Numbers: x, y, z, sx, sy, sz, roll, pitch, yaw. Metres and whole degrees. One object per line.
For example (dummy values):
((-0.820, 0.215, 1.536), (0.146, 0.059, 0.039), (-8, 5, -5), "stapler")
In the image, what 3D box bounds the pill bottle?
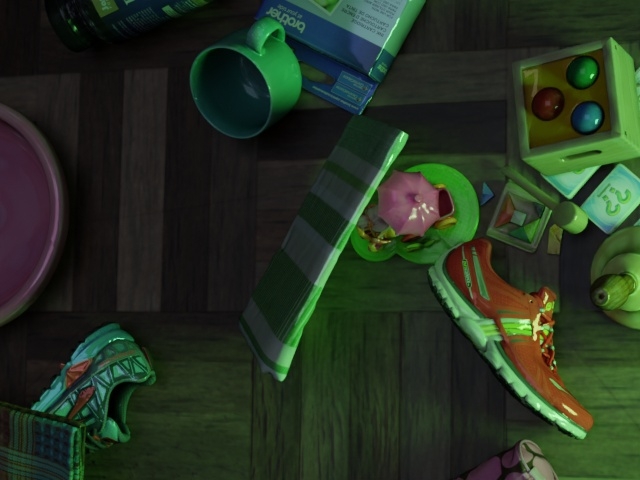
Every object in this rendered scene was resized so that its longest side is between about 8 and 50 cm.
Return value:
((-0.252, -0.336, 1.925), (0.219, 0.123, 0.122), (-23, 77, 16), "pill bottle")

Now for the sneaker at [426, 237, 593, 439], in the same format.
((0.245, 0.112, 1.725), (0.118, 0.107, 0.279), (-38, 76, 1), "sneaker")

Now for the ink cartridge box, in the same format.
((0.044, -0.337, 1.862), (0.186, 0.065, 0.311), (29, 95, 19), "ink cartridge box")

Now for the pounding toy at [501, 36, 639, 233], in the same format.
((0.284, -0.116, 1.719), (0.181, 0.094, 0.206), (-12, 72, 28), "pounding toy")

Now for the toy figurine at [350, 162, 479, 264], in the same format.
((0.094, -0.034, 1.758), (0.173, 0.159, 0.130), (-20, 78, 16), "toy figurine")

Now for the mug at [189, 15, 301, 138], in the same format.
((-0.080, -0.212, 1.848), (0.158, 0.097, 0.129), (-19, 104, 42), "mug")

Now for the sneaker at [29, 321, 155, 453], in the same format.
((-0.316, 0.240, 1.894), (0.125, 0.104, 0.262), (37, 96, 16), "sneaker")

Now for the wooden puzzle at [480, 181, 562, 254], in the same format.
((0.248, -0.028, 1.783), (0.116, 0.014, 0.078), (16, 89, 20), "wooden puzzle")

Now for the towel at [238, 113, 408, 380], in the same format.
((0.000, 0.000, 1.759), (0.038, 0.248, 0.325), (28, 94, -13), "towel")

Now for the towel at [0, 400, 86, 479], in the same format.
((-0.433, 0.383, 1.887), (0.271, 0.040, 0.370), (11, 108, 19), "towel")

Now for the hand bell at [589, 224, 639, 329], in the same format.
((0.337, 0.050, 1.615), (0.126, 0.242, 0.126), (1, 93, 24), "hand bell")

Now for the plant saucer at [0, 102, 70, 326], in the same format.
((-0.487, -0.030, 1.991), (0.332, 0.084, 0.332), (-2, 82, 18), "plant saucer")

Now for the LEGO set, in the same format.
((0.405, -0.112, 1.717), (0.182, 0.060, 0.244), (45, 101, 17), "LEGO set")

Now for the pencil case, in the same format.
((0.181, 0.318, 1.723), (0.209, 0.098, 0.095), (-32, 75, 12), "pencil case")
